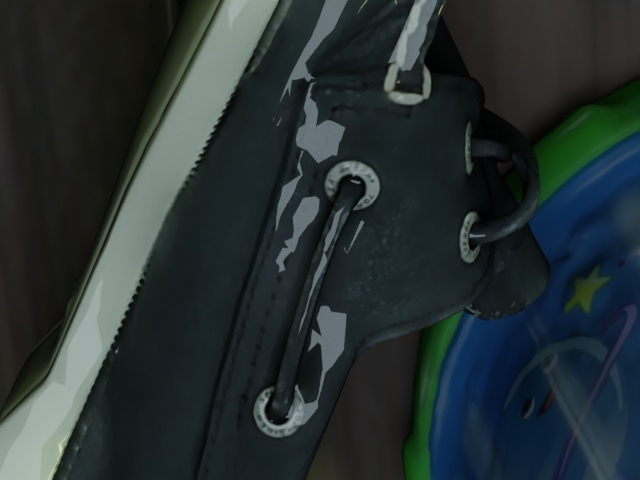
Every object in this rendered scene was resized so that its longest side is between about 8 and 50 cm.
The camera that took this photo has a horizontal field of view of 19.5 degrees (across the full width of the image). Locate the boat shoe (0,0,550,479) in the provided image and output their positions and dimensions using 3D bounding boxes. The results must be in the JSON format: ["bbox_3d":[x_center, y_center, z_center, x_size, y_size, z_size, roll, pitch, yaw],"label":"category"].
[{"bbox_3d":[0.000,0.002,0.473,0.113,0.127,0.340,24,100,-8],"label":"boat shoe"}]

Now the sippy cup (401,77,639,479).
[{"bbox_3d":[0.146,0.088,0.471,0.240,0.224,0.305,-14,112,4],"label":"sippy cup"}]
